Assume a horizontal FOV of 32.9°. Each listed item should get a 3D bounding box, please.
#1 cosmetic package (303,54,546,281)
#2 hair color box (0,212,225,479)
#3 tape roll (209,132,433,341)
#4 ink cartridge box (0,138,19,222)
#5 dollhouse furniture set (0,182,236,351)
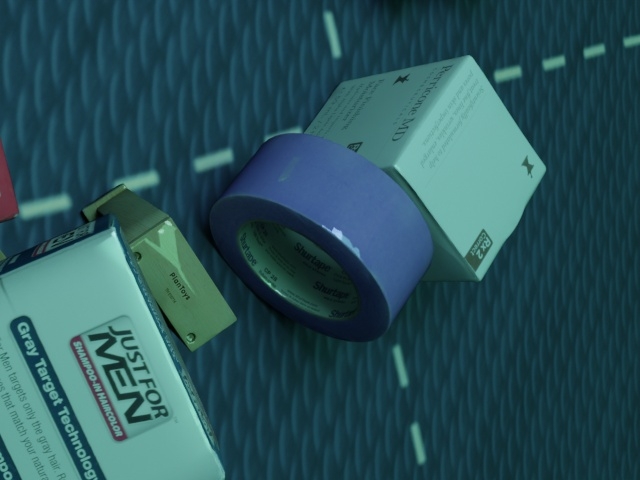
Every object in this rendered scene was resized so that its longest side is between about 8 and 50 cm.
[{"bbox_3d":[0.083,-0.062,1.039,0.151,0.184,0.151,50,59,-27],"label":"cosmetic package"},{"bbox_3d":[-0.253,0.132,0.670,0.347,0.105,0.173,-24,100,-6],"label":"hair color box"},{"bbox_3d":[0.000,0.000,0.963,0.189,0.189,0.080,50,59,-26],"label":"tape roll"},{"bbox_3d":[-0.336,-0.132,0.679,0.226,0.131,0.306,-27,104,-66],"label":"ink cartridge box"},{"bbox_3d":[-0.211,0.075,0.848,0.242,0.161,0.212,-35,111,-12],"label":"dollhouse furniture set"}]
